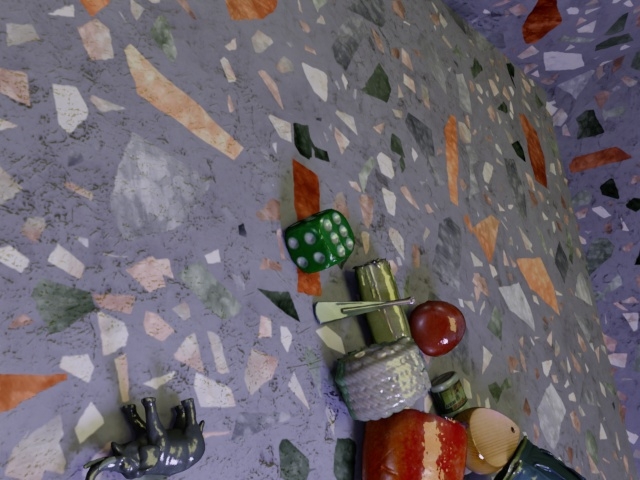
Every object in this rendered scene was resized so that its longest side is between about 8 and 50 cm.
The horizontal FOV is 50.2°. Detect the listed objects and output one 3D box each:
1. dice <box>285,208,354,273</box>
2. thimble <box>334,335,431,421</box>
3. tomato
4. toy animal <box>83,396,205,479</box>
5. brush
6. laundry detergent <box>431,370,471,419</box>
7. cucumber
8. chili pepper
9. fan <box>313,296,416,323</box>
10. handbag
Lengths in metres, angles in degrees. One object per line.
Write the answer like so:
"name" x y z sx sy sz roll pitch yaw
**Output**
"dice" 0.000 0.000 1.677 0.131 0.120 0.128 -32 100 -52
"thimble" 0.148 0.323 1.623 0.219 0.219 0.150 -18 87 -54
"tomato" 0.341 0.252 1.963 0.167 0.167 0.167 27 53 -42
"toy animal" -0.298 0.340 1.163 0.270 0.082 0.137 4 69 -52
"brush" 0.425 0.558 1.876 0.267 0.166 0.174 6 57 -43
"laundry detergent" 0.394 0.498 1.972 0.099 0.070 0.225 -28 99 -42
"cucumber" 0.177 0.209 1.820 0.145 0.105 0.325 -1 72 -80
"chili pepper" 0.215 0.568 1.613 0.251 0.229 0.305 24 65 -33
"fan" 0.115 0.162 1.717 0.282 0.023 0.057 -7 77 -23
"handbag" 0.598 0.704 1.864 0.241 0.222 0.263 35 17 21
